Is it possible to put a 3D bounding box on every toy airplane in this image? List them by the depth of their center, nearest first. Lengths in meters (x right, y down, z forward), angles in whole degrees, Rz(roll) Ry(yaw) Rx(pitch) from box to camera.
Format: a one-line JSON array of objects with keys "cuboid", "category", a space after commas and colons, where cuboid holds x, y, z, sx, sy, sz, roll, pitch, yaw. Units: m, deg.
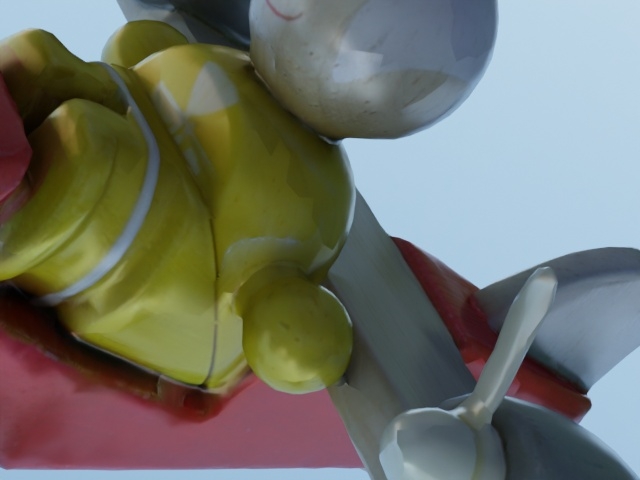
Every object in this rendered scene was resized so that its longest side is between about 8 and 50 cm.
[{"cuboid": [0.000, 0.000, 0.707, 0.386, 0.272, 0.384, 32, -151, 5], "category": "toy airplane"}]
